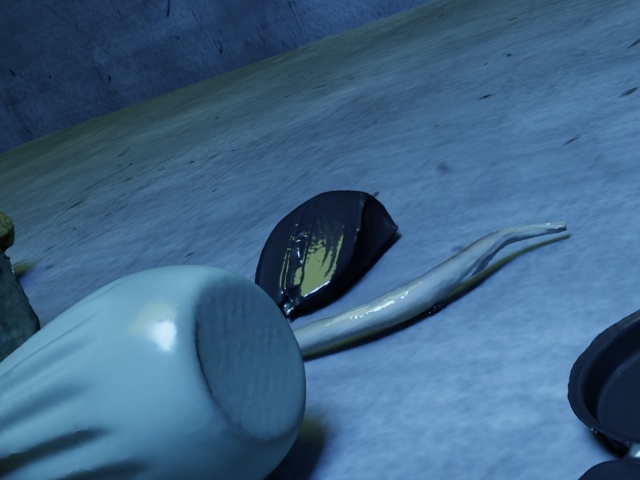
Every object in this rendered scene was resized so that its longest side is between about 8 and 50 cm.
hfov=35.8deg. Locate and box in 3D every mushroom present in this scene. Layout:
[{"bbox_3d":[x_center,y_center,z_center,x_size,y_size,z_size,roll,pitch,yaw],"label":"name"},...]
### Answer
[{"bbox_3d":[0.020,0.046,0.666,0.306,0.043,0.068,-18,42,11],"label":"mushroom"}]

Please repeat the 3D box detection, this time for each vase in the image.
[{"bbox_3d":[-0.130,0.102,0.544,0.248,0.128,0.128,-25,13,30],"label":"vase"}]

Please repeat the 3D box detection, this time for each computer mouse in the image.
[{"bbox_3d":[0.000,0.000,0.792,0.099,0.057,0.172,-13,22,27],"label":"computer mouse"}]

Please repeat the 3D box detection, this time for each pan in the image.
[{"bbox_3d":[0.142,0.077,0.400,0.235,0.028,0.136,-32,17,-37],"label":"pan"}]

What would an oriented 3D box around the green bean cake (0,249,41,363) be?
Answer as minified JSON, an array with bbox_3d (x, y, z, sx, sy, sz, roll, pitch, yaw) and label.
[{"bbox_3d":[-0.356,0.064,0.859,0.094,0.183,0.185,-13,19,42],"label":"green bean cake"}]

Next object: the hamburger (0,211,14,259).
[{"bbox_3d":[-0.516,0.048,1.221,0.285,0.134,0.265,-13,21,26],"label":"hamburger"}]
